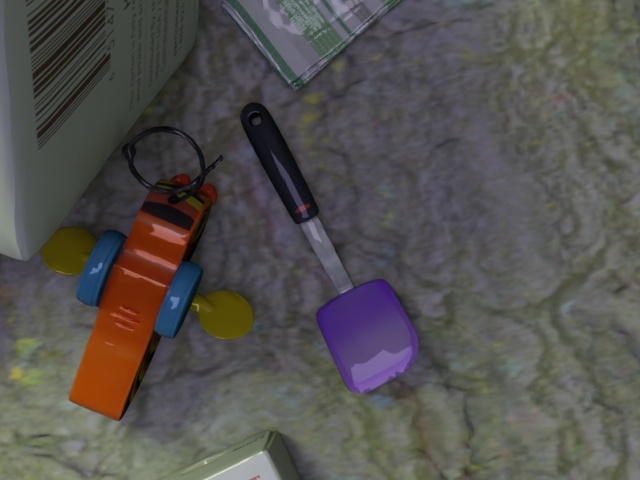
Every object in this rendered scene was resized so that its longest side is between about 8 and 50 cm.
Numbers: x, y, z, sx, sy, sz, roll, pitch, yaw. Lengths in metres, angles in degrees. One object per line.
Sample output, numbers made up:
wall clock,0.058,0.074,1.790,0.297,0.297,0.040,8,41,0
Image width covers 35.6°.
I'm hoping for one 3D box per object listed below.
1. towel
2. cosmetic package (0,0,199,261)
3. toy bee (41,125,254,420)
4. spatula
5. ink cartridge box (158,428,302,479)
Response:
towel,-0.004,-0.231,0.945,0.152,0.023,0.113,-40,92,3
cosmetic package,-0.321,-0.251,0.723,0.394,0.327,0.329,18,135,6
toy bee,-0.137,0.017,0.914,0.195,0.162,0.298,42,117,-10
spatula,0.000,0.000,0.952,0.084,0.030,0.296,-27,91,2
ink cartridge box,-0.068,0.309,0.939,0.154,0.093,0.212,-26,90,3
